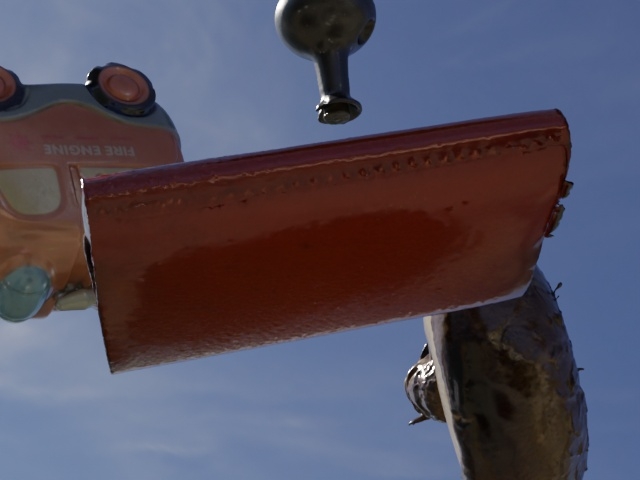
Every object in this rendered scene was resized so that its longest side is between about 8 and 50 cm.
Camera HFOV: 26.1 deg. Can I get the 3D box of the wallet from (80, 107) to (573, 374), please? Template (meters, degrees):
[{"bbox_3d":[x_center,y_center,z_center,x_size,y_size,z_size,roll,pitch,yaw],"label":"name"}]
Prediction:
[{"bbox_3d":[0.000,0.000,0.608,0.204,0.045,0.142,-10,-30,-9],"label":"wallet"}]

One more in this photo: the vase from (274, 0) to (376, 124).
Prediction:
[{"bbox_3d":[0.010,-0.221,1.606,0.120,0.183,0.120,-5,-22,-2],"label":"vase"}]

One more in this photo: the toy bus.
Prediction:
[{"bbox_3d":[-0.258,-0.028,1.313,0.288,0.232,0.194,-3,-34,-33],"label":"toy bus"}]

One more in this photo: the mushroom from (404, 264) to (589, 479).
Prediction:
[{"bbox_3d":[0.180,0.137,1.388,0.163,0.297,0.278,-12,0,-10],"label":"mushroom"}]
